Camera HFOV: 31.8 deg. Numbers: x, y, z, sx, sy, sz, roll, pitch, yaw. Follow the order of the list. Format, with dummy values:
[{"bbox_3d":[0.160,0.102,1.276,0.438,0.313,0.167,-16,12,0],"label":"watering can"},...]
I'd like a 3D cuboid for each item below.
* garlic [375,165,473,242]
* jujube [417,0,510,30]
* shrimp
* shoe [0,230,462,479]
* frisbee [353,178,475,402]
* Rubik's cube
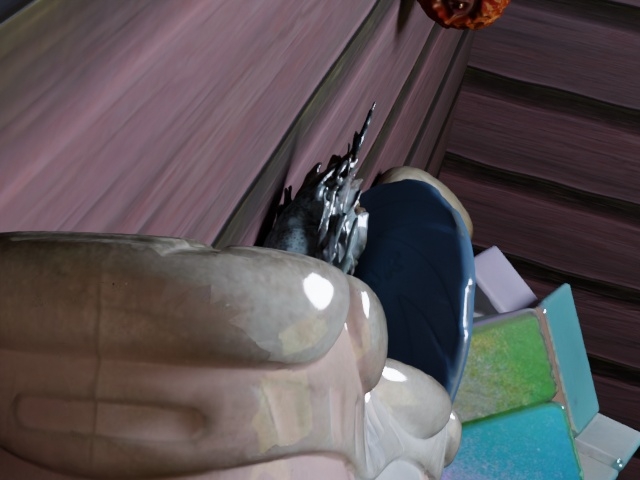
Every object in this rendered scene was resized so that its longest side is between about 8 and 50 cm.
[{"bbox_3d":[0.103,0.029,1.462,0.196,0.151,0.338,-64,177,32],"label":"garlic"},{"bbox_3d":[0.166,-0.313,1.273,0.109,0.112,0.176,-42,-157,41],"label":"jujube"},{"bbox_3d":[0.000,0.000,0.840,0.090,0.079,0.233,10,-104,58],"label":"shrimp"},{"bbox_3d":[-0.048,0.135,0.450,0.351,0.171,0.198,55,40,-64],"label":"shoe"},{"bbox_3d":[0.015,0.081,0.885,0.289,0.049,0.289,-42,-144,42],"label":"frisbee"},{"bbox_3d":[0.121,0.200,1.177,0.358,0.368,0.387,-26,135,-56],"label":"Rubik's cube"}]
